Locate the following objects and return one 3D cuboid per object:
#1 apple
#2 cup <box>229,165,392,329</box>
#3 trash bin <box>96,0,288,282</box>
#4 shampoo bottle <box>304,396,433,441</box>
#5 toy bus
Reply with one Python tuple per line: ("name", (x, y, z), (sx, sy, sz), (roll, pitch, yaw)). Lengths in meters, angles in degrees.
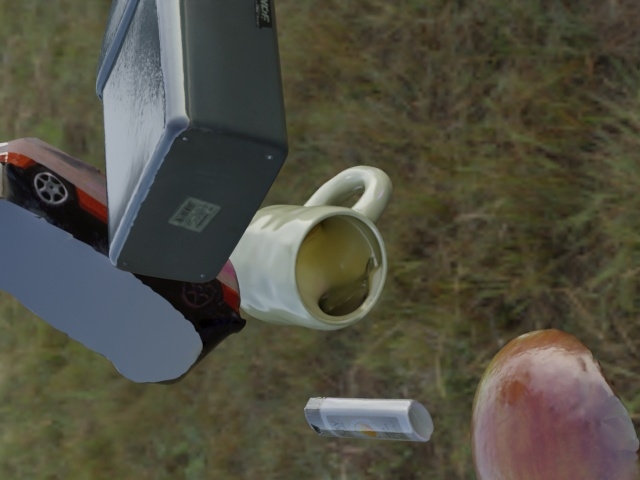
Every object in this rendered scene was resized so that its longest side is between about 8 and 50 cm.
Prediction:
("apple", (0.319, 0.275, 1.613), (0.254, 0.179, 0.346), (-31, 67, 28))
("cup", (-0.017, -0.004, 1.715), (0.202, 0.173, 0.255), (2, 75, 57))
("trash bin", (-0.096, -0.109, 0.871), (0.176, 0.101, 0.236), (-55, 32, 42))
("shampoo bottle", (0.081, 0.305, 2.072), (0.227, 0.086, 0.056), (-4, 44, 40))
("toy bus", (-0.224, 0.019, 1.197), (0.127, 0.303, 0.147), (-47, 21, 21))
